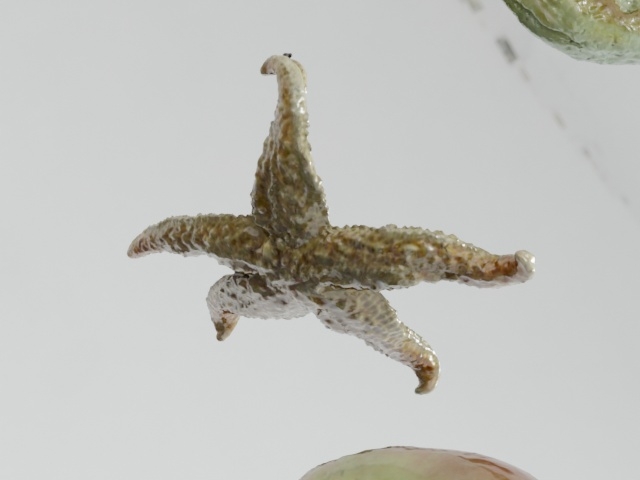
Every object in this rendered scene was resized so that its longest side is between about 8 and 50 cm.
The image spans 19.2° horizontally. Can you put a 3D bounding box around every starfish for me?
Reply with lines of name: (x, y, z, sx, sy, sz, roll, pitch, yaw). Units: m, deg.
starfish: (-0.004, 0.005, 1.549, 0.375, 0.094, 0.327, 11, -49, 20)

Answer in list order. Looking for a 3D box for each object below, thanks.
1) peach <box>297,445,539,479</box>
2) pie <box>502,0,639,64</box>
peach: (0.046, 0.224, 0.907, 0.214, 0.214, 0.235, 12, -57, 52)
pie: (0.252, -0.287, 1.647, 0.302, 0.302, 0.067, 55, -28, 7)
